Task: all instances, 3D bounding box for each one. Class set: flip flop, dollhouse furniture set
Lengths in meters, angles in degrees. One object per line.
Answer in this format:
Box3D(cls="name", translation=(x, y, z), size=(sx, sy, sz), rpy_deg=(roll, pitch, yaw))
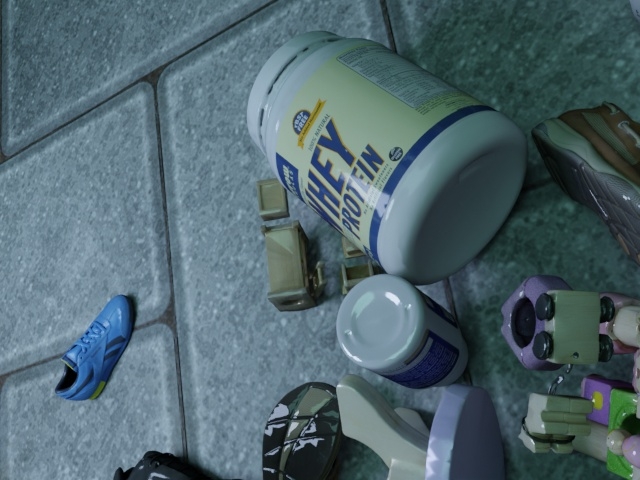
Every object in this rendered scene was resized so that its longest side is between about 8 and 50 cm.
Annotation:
Box3D(cls="flip flop", translation=(-0.019, 0.325, 0.965), size=(0.112, 0.080, 0.277), rpy_deg=(11, 99, 30))
Box3D(cls="dollhouse furniture set", translation=(0.000, 0.000, 1.043), size=(0.160, 0.101, 0.182), rpy_deg=(-9, 71, 6))

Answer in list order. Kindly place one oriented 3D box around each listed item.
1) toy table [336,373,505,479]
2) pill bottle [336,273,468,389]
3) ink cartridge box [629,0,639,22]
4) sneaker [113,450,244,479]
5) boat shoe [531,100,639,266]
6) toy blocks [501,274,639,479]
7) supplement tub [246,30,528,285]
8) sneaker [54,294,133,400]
Box3D(cls="toy table", translation=(0.106, 0.285, 0.797), size=(0.160, 0.252, 0.275), rpy_deg=(4, 101, 32))
Box3D(cls="pill bottle", translation=(0.110, 0.121, 0.851), size=(0.111, 0.186, 0.112), rpy_deg=(-14, 61, 28))
Box3D(cls="ink cartridge box", translation=(0.505, -0.336, 0.754), size=(0.278, 0.117, 0.201), rpy_deg=(-51, 56, 13))
Box3D(cls="sneaker", translation=(-0.232, 0.385, 1.072), size=(0.286, 0.109, 0.130), rpy_deg=(-19, 62, 27))
Box3D(cls="boat shoe", translation=(0.344, -0.070, 0.743), size=(0.116, 0.123, 0.324), rpy_deg=(-30, 35, 7))
Box3D(cls="toy blocks", translation=(0.284, 0.186, 0.692), size=(0.260, 0.308, 0.289), rpy_deg=(174, 101, -76))
Box3D(cls="supplement tub", translation=(0.076, -0.120, 0.913), size=(0.325, 0.235, 0.235), rpy_deg=(41, 101, 34))
Box3D(cls="sneaker", translation=(-0.407, 0.192, 1.249), size=(0.069, 0.082, 0.209), rpy_deg=(27, 92, 37))
